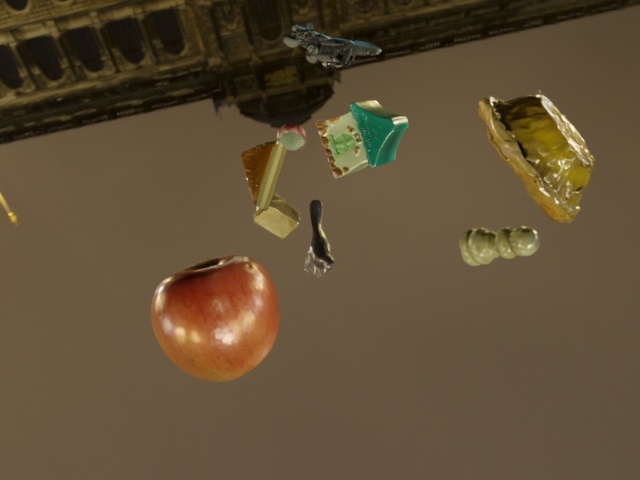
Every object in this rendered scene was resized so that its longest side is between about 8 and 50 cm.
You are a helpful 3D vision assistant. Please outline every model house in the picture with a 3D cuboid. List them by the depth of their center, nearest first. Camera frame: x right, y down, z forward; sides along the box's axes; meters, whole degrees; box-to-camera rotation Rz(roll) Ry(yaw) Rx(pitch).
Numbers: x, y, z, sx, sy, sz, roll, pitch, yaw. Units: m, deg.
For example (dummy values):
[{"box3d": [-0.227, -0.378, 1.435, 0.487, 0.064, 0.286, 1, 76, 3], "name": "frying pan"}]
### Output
[{"box3d": [0.088, -0.203, 0.991, 0.148, 0.127, 0.100, -16, -173, 34], "name": "model house"}]

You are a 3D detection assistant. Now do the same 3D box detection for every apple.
[{"box3d": [-0.284, 0.219, 1.431, 0.363, 0.364, 0.364, -8, -143, 6], "name": "apple"}]

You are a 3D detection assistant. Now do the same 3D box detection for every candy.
[{"box3d": [-0.095, -0.344, 1.711, 0.103, 0.103, 0.043, -8, -127, 7], "name": "candy"}]

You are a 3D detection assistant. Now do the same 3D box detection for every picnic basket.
[{"box3d": [-0.169, -0.095, 2.002, 0.115, 0.164, 0.080, -38, -149, 31], "name": "picnic basket"}]

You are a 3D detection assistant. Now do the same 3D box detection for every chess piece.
[{"box3d": [0.592, 0.009, 1.668, 0.243, 0.133, 0.133, -12, -155, 50], "name": "chess piece"}]

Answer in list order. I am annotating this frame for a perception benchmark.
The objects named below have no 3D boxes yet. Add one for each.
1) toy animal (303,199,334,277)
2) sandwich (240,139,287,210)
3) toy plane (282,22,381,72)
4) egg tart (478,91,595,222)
[{"box3d": [-0.006, 0.037, 1.865, 0.081, 0.206, 0.367, 5, -141, -16], "name": "toy animal"}, {"box3d": [-0.139, -0.178, 1.403, 0.113, 0.079, 0.163, -21, -108, 17], "name": "sandwich"}, {"box3d": [0.034, -0.408, 1.100, 0.246, 0.169, 0.078, 34, -82, 40], "name": "toy plane"}, {"box3d": [0.547, -0.229, 1.272, 0.169, 0.388, 0.388, -38, -156, 31], "name": "egg tart"}]
